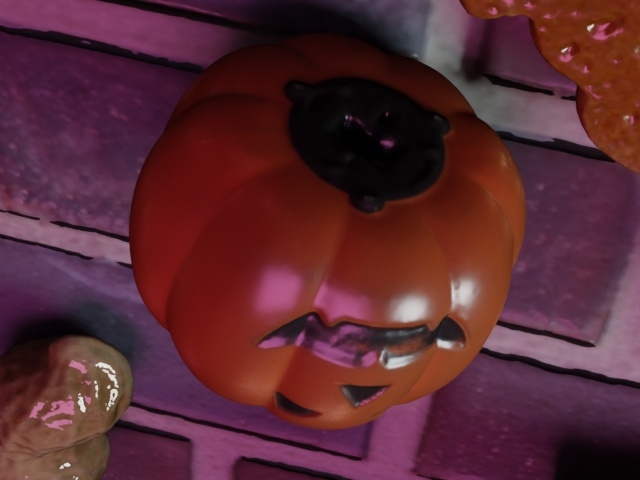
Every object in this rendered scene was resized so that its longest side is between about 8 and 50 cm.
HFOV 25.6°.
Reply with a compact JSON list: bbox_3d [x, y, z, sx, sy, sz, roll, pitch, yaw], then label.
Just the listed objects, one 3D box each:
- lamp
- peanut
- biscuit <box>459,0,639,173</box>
[{"bbox_3d":[0.000,0.000,0.680,0.187,0.188,0.164,21,137,-5],"label":"lamp"},{"bbox_3d":[-0.192,0.131,0.964,0.104,0.086,0.228,15,138,-11],"label":"peanut"},{"bbox_3d":[0.195,-0.139,0.550,0.306,0.043,0.284,-4,134,19],"label":"biscuit"}]
